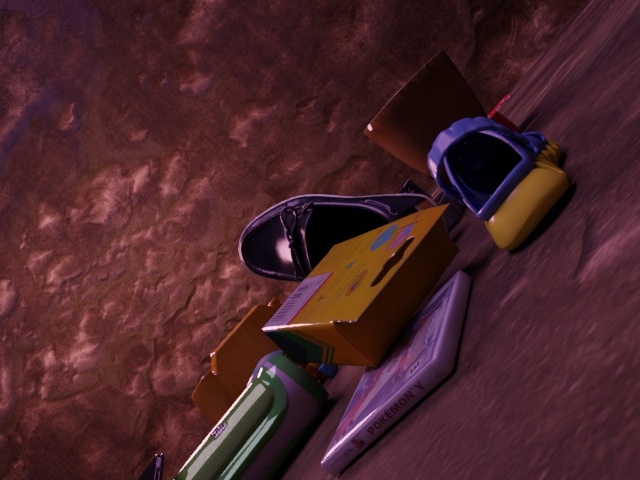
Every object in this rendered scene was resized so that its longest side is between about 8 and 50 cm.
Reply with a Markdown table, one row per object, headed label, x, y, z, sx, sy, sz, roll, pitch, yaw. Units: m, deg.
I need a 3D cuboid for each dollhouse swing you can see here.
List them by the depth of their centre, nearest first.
| label | x | y | z | sx | sy | sz | roll | pitch | yaw |
| --- | --- | --- | --- | --- | --- | --- | --- | --- | --- |
| dollhouse swing | -0.228 | 0.404 | 1.538 | 0.305 | 0.315 | 0.347 | -27 | 14 | 40 |

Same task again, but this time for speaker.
| label | x | y | z | sx | sy | sz | roll | pitch | yaw |
| --- | --- | --- | --- | --- | --- | --- | --- | --- | --- |
| speaker | -0.119 | 0.326 | 0.839 | 0.296 | 0.131 | 0.131 | -50 | -3 | -16 |

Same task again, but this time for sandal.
| label | x | y | z | sx | sy | sz | roll | pitch | yaw |
| --- | --- | --- | --- | --- | --- | --- | --- | --- | --- |
| sandal | 0.212 | -0.098 | 0.666 | 0.126 | 0.138 | 0.317 | -54 | -5 | 19 |

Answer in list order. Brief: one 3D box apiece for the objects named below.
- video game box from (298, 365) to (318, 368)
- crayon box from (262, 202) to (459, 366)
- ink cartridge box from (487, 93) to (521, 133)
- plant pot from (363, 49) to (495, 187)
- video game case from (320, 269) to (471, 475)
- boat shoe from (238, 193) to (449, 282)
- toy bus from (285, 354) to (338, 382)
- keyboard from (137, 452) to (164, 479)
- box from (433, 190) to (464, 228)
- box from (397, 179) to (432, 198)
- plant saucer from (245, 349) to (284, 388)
| label | x | y | z | sx | sy | sz | roll | pitch | yaw |
| --- | --- | --- | --- | --- | --- | --- | --- | --- | --- |
| video game box | -0.051 | 0.344 | 1.338 | 0.187 | 0.048 | 0.205 | -50 | -2 | 34 |
| crayon box | 0.055 | 0.073 | 0.749 | 0.202 | 0.081 | 0.318 | -48 | 10 | -23 |
| ink cartridge box | 0.400 | -0.235 | 1.295 | 0.231 | 0.078 | 0.134 | -52 | -2 | 20 |
| plant pot | 0.263 | -0.226 | 1.158 | 0.237 | 0.254 | 0.237 | -44 | 0 | 0 |
| video game case | 0.088 | 0.134 | 0.582 | 0.183 | 0.023 | 0.201 | -52 | -3 | 28 |
| boat shoe | 0.000 | 0.000 | 1.063 | 0.500 | 0.186 | 0.156 | -5 | 7 | 39 |
| toy bus | 0.009 | 0.209 | 1.148 | 0.202 | 0.104 | 0.191 | -48 | -3 | -44 |
| keyboard | -0.263 | 0.464 | 0.711 | 0.201 | 0.033 | 0.317 | -53 | 23 | 18 |
| box | 0.219 | -0.005 | 1.189 | 0.231 | 0.056 | 0.183 | -52 | -4 | 26 |
| box | 0.139 | -0.003 | 1.264 | 0.293 | 0.073 | 0.295 | -52 | -3 | 7 |
| plant saucer | -0.145 | 0.363 | 1.075 | 0.317 | 0.044 | 0.317 | 21 | -90 | -87 |
